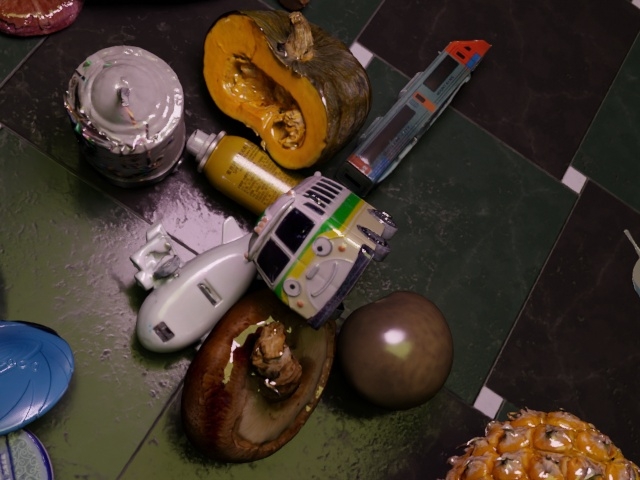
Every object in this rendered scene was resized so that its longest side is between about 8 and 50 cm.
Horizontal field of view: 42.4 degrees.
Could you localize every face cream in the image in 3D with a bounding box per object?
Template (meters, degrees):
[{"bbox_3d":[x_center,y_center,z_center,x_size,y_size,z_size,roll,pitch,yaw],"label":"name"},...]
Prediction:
[{"bbox_3d":[-0.077,-0.083,1.438,0.349,0.105,0.105,33,68,-4],"label":"face cream"},{"bbox_3d":[-0.490,0.356,1.186,0.206,0.111,0.205,4,72,-12],"label":"face cream"}]

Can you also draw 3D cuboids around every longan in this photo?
[{"bbox_3d":[0.127,0.183,1.363,0.212,0.198,0.198,-2,70,-53],"label":"longan"}]

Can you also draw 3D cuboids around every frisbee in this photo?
[{"bbox_3d":[-0.485,0.189,1.204,0.242,0.045,0.242,2,36,-2],"label":"frisbee"}]

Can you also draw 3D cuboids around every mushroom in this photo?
[{"bbox_3d":[-0.092,0.201,1.262,0.163,0.278,0.297,29,64,21],"label":"mushroom"}]

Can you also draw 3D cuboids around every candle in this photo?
[{"bbox_3d":[-0.303,-0.203,1.302,0.188,0.330,0.187,2,78,-9],"label":"candle"}]

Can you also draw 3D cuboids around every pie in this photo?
[{"bbox_3d":[-0.526,-0.461,1.462,0.204,0.054,0.218,-37,85,-23],"label":"pie"}]

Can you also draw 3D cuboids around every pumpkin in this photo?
[{"bbox_3d":[-0.029,-0.289,1.436,0.232,0.242,0.325,-26,64,-42],"label":"pumpkin"}]

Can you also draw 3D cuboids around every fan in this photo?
[{"bbox_3d":[0.654,0.053,1.645,0.113,0.005,0.175,-27,81,-21],"label":"fan"}]

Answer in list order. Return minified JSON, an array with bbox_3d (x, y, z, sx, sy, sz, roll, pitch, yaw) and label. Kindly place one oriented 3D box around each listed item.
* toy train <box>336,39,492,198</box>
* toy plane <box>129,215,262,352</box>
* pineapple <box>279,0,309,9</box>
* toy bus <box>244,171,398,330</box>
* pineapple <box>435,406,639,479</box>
[{"bbox_3d":[0.181,-0.251,1.570,0.089,0.086,0.409,39,68,2],"label":"toy train"},{"bbox_3d":[-0.191,0.079,1.348,0.267,0.123,0.266,2,85,-27],"label":"toy plane"},{"bbox_3d":[-0.024,-0.519,1.612,0.074,0.074,0.159,33,62,-3],"label":"pineapple"},{"bbox_3d":[0.000,0.000,1.242,0.179,0.305,0.143,37,106,0],"label":"toy bus"},{"bbox_3d":[0.332,0.438,1.278,0.300,0.352,0.352,-39,86,-32],"label":"pineapple"}]
